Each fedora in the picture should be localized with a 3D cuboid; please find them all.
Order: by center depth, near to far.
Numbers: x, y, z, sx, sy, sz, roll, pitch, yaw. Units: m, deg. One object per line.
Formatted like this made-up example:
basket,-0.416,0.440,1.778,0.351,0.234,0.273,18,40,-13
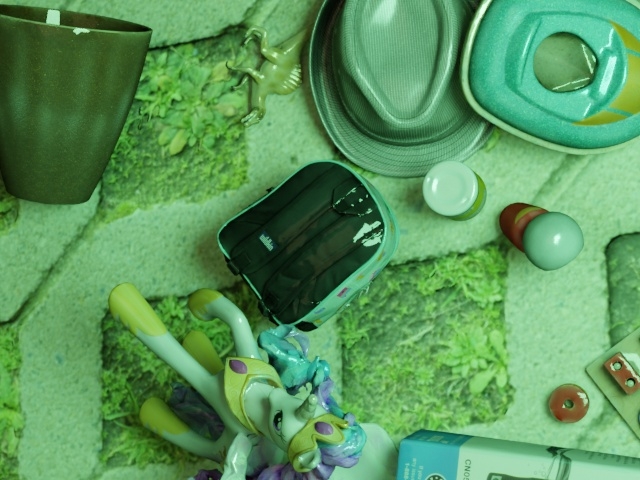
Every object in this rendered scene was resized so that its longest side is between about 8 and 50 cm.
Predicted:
fedora,0.100,-0.215,1.446,0.244,0.124,0.275,1,91,8

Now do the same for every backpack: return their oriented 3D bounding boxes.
backpack,0.000,0.000,1.466,0.188,0.144,0.166,-43,69,15

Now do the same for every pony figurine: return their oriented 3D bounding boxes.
pony figurine,-0.079,0.233,1.399,0.303,0.351,0.363,-30,42,-28

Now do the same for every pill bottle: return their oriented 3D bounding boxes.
pill bottle,0.161,-0.056,1.441,0.065,0.116,0.065,-1,85,15

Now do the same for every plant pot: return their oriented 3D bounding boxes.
plant pot,-0.334,-0.168,1.556,0.215,0.215,0.230,13,104,16

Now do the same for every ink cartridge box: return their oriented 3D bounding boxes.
ink cartridge box,0.240,0.347,1.383,0.307,0.129,0.223,5,87,16

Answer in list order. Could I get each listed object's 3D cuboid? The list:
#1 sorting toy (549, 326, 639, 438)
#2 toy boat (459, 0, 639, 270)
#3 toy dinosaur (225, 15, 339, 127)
sorting toy,0.402,0.153,1.396,0.274,0.046,0.132,-39,77,9
toy boat,0.277,-0.129,1.376,0.267,0.148,0.318,9,101,-14
toy dinosaur,-0.058,-0.232,1.558,0.092,0.053,0.183,37,101,-1
